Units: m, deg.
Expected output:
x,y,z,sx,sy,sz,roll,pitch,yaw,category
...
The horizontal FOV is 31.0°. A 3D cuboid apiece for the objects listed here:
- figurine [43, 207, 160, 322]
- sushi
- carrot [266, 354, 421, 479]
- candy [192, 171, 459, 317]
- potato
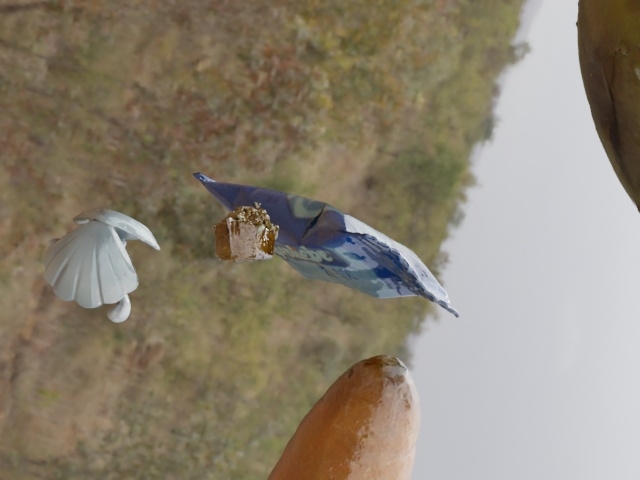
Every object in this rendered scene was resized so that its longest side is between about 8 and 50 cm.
x,y,z,sx,sy,sz,roll,pitch,yaw,category
-0.188,0.017,0.968,0.082,0.094,0.086,60,48,-76,figurine
-0.073,-0.008,1.139,0.118,0.061,0.060,23,68,-88,sushi
0.047,0.221,1.247,0.159,0.159,0.225,-64,178,-63,carrot
0.000,0.000,1.307,0.331,0.187,0.077,17,-105,50,candy
0.304,-0.132,0.932,0.210,0.173,0.307,-133,-155,-74,potato
